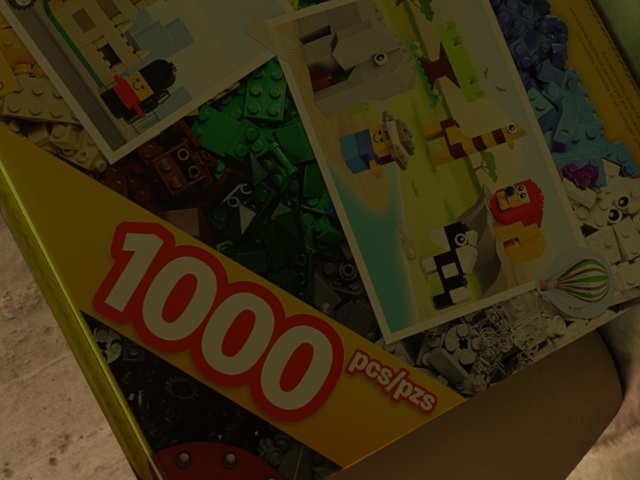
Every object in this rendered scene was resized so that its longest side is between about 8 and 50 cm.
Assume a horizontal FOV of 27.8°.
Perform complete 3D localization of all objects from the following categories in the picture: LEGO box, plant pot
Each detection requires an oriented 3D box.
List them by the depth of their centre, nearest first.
[{"bbox_3d":[-0.041,-0.115,0.839,0.500,0.372,0.193,62,165,4],"label":"LEGO box"},{"bbox_3d":[0.091,0.147,1.034,0.256,0.274,0.256,57,167,20],"label":"plant pot"}]
